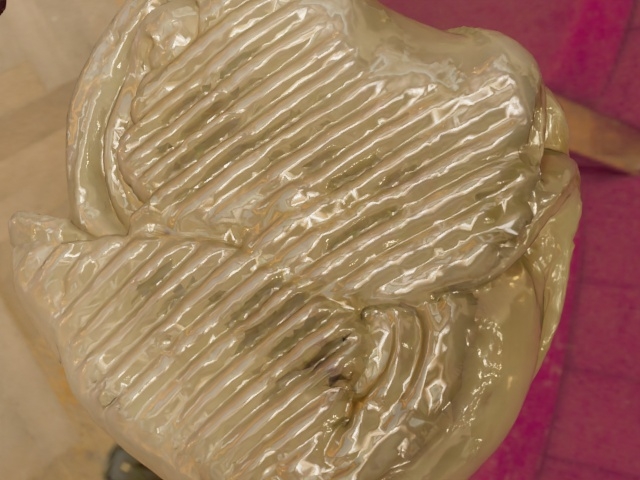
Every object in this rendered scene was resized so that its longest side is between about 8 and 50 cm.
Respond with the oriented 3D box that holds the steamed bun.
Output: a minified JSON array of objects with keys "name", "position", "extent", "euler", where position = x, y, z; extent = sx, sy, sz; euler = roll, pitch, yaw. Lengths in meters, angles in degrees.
[{"name":"steamed bun","position":[-0.005,0.009,0.720],"extent":[0.309,0.324,0.219],"euler":[-65,156,-2]}]

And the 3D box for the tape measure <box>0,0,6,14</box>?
[{"name":"tape measure","position":[-0.455,-0.252,1.177],"extent":[0.245,0.149,0.231],"euler":[29,105,-20]}]
